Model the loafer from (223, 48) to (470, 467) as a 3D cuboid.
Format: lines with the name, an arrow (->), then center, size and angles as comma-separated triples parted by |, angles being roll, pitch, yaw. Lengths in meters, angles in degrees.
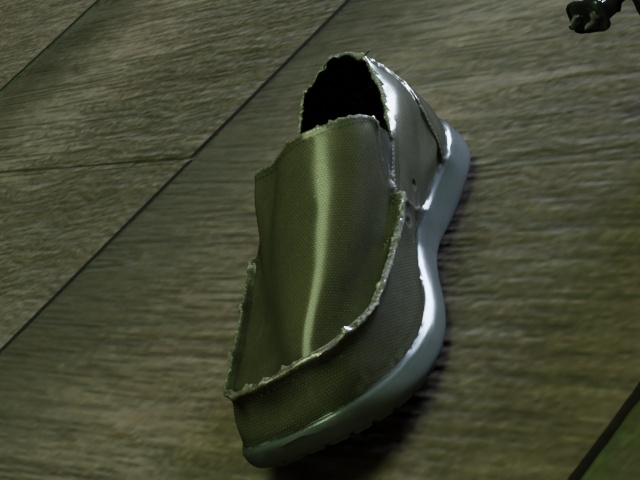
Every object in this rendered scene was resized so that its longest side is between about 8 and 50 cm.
loafer -> 0.000, 0.000, 0.813 | 0.094, 0.087, 0.251 | -27, 24, 24

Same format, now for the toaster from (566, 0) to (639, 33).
toaster -> 0.209, -0.168, 0.783 | 0.227, 0.129, 0.146 | -43, 25, -19
